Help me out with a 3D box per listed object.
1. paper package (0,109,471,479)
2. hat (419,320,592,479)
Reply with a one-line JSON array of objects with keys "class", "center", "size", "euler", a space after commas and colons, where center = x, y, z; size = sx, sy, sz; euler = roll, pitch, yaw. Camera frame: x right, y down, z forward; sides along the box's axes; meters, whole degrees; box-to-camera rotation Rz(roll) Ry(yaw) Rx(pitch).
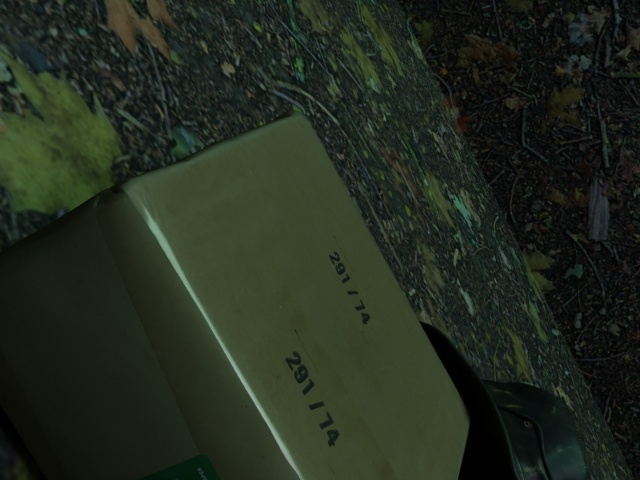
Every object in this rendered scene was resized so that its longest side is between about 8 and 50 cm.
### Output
[{"class": "paper package", "center": [-0.048, 0.095, 0.540], "size": [0.325, 0.168, 0.309], "euler": [61, 24, -7]}, {"class": "hat", "center": [0.194, 0.219, 0.757], "size": [0.331, 0.133, 0.332], "euler": [164, -90, -80]}]
